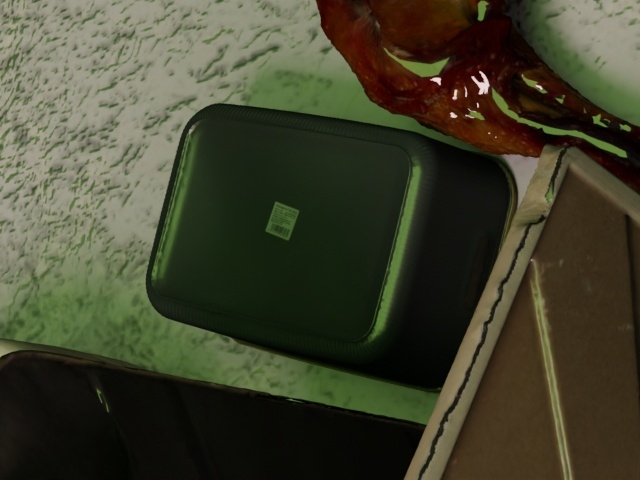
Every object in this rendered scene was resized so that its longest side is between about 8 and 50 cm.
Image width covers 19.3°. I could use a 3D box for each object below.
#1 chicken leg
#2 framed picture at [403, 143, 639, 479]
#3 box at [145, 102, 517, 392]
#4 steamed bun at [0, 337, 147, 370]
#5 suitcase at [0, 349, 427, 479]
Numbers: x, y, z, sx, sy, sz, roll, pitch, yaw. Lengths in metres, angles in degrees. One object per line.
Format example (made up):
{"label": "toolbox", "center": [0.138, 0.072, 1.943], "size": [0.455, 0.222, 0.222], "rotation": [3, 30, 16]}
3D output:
{"label": "chicken leg", "center": [0.090, -0.128, 1.064], "size": [0.158, 0.096, 0.407], "rotation": [-34, 60, 3]}
{"label": "framed picture", "center": [0.133, 0.127, 0.833], "size": [0.020, 0.211, 0.289], "rotation": [-21, 39, 58]}
{"label": "box", "center": [0.000, 0.000, 1.095], "size": [0.201, 0.090, 0.144], "rotation": [13, 87, 38]}
{"label": "steamed bun", "center": [-0.150, 0.160, 1.130], "size": [0.164, 0.146, 0.242], "rotation": [-53, 52, 17]}
{"label": "suitcase", "center": [-0.045, 0.205, 0.856], "size": [0.194, 0.434, 0.283], "rotation": [-25, 65, 32]}
